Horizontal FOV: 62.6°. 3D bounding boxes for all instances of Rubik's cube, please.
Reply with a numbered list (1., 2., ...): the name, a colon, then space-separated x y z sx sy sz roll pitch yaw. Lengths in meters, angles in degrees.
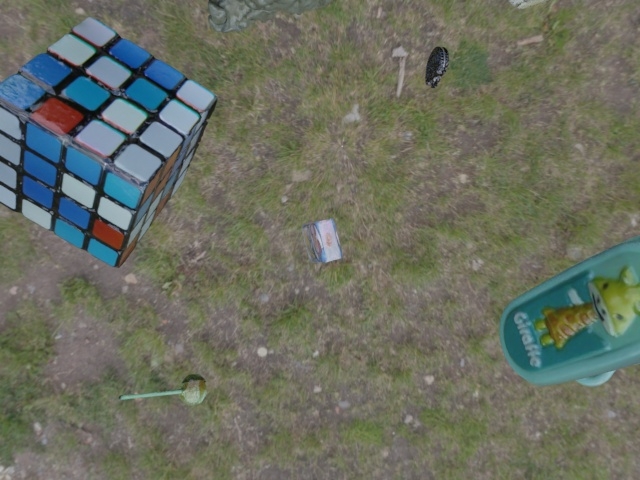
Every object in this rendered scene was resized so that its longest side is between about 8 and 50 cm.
1. Rubik's cube: -0.219 -0.096 0.536 0.151 0.155 0.154 32 138 -10

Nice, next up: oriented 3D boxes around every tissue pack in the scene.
1. tissue pack: 0.000 0.000 1.470 0.065 0.155 0.116 -15 93 -15

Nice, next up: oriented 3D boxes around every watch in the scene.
1. watch: 0.229 0.044 0.353 0.194 0.237 0.068 -3 63 -26

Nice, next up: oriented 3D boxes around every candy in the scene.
1. candy: -0.297 0.290 1.005 0.061 0.202 0.061 -7 77 33

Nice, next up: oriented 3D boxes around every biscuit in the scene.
1. biscuit: 0.247 -0.367 1.122 0.026 0.087 0.089 4 120 -9

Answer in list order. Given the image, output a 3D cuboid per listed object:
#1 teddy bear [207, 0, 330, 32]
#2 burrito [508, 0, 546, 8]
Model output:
1. teddy bear: -0.047 -0.462 0.797 0.224 0.367 0.357 44 103 -1
2. burrito: 0.352 -0.381 0.774 0.149 0.055 0.041 -18 77 24
